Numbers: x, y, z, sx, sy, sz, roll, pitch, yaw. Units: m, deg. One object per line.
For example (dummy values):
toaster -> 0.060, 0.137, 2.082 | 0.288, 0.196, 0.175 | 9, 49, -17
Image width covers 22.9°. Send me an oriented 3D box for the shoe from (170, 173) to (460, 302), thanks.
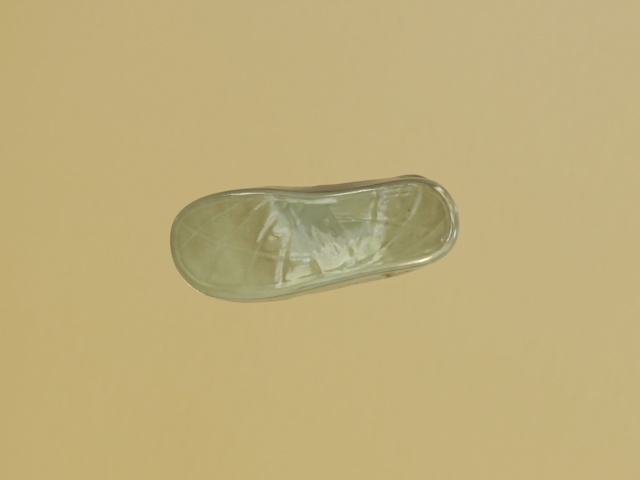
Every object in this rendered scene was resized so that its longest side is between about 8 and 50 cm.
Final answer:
shoe -> 0.000, 0.000, 1.073 | 0.195, 0.079, 0.078 | -9, 171, 11
